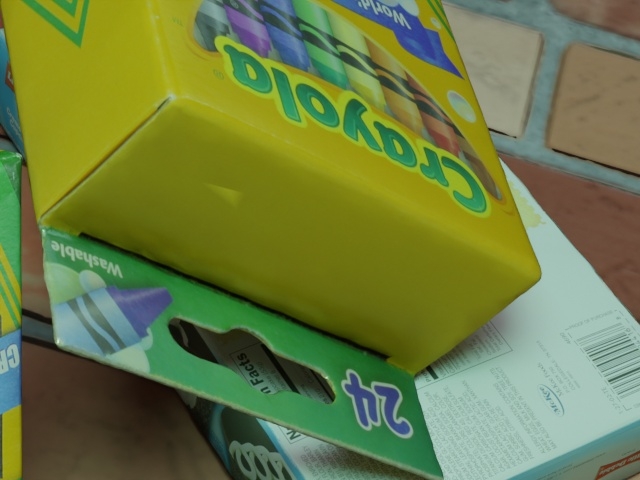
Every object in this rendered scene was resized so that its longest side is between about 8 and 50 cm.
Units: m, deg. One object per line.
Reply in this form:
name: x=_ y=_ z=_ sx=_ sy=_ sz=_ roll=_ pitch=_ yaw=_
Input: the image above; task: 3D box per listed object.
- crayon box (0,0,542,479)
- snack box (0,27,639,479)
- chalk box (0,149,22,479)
crayon box: x=-0.028 y=-0.076 z=0.797 sx=0.203 sy=0.083 sz=0.323 roll=24 pitch=38 yaw=-39
snack box: x=0.000 y=0.000 z=0.896 sx=0.187 sy=0.060 sz=0.322 roll=-19 pitch=57 yaw=-27
chalk box: x=-0.197 y=0.072 z=0.701 sx=0.132 sy=0.213 sz=0.132 roll=8 pitch=13 yaw=36
